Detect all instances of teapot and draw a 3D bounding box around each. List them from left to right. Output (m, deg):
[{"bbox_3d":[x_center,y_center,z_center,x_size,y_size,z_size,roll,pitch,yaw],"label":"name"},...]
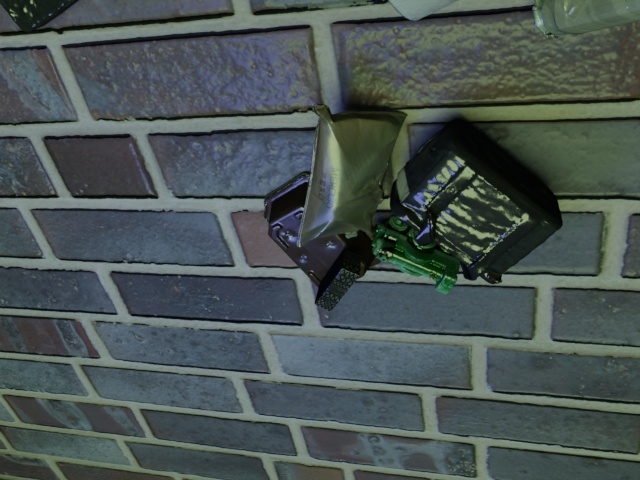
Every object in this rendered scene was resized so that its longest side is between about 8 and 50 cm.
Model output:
[{"bbox_3d":[0.367,-0.326,0.800,0.200,0.077,0.107,11,107,60],"label":"teapot"}]

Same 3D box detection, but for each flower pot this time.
[{"bbox_3d":[0.000,0.000,1.230,0.179,0.084,0.251,-27,117,33],"label":"flower pot"}]

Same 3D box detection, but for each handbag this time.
[{"bbox_3d":[0.050,-0.110,1.083,0.183,0.117,0.270,-6,124,-24],"label":"handbag"},{"bbox_3d":[0.249,-0.062,1.044,0.254,0.181,0.181,35,123,-11],"label":"handbag"}]

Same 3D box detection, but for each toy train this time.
[{"bbox_3d":[0.178,0.024,1.184,0.178,0.104,0.071,23,135,-2],"label":"toy train"}]

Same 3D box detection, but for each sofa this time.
[{"bbox_3d":[0.033,0.075,1.187,0.039,0.060,0.118,25,130,-12],"label":"sofa"}]

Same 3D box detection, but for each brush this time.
[{"bbox_3d":[-0.451,-0.434,1.022,0.197,0.059,0.123,-19,119,29],"label":"brush"}]

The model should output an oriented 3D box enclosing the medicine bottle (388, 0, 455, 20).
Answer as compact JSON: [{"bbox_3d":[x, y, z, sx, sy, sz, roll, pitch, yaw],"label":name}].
[{"bbox_3d":[0.211,-0.424,0.744,0.332,0.190,0.190,-24,118,31],"label":"medicine bottle"}]
